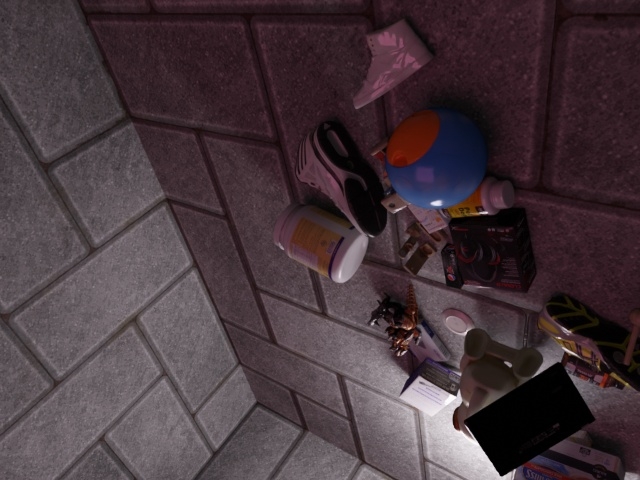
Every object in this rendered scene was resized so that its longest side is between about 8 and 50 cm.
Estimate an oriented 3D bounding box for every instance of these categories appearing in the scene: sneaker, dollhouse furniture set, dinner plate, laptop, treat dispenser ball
[{"bbox_3d":[0.172,-0.520,1.494,0.292,0.108,0.169,-27,104,43],"label":"sneaker"},{"bbox_3d":[0.226,-0.209,1.659,0.183,0.129,0.128,38,131,-25],"label":"dollhouse furniture set"},{"bbox_3d":[0.885,0.336,1.653,0.384,0.145,0.147,43,154,19],"label":"sneaker"},{"bbox_3d":[0.552,0.335,2.064,0.141,0.017,0.141,26,139,24],"label":"dinner plate"},{"bbox_3d":[0.067,-0.206,1.896,0.257,0.169,0.448,-11,110,59],"label":"sneaker"},{"bbox_3d":[0.744,0.648,1.851,0.408,0.381,0.236,55,-176,-11],"label":"laptop"},{"bbox_3d":[0.329,-0.233,1.464,0.288,0.288,0.288,26,141,23],"label":"treat dispenser ball"},{"bbox_3d":[0.358,0.019,1.836,0.144,0.123,0.151,45,145,-2],"label":"dollhouse furniture set"}]

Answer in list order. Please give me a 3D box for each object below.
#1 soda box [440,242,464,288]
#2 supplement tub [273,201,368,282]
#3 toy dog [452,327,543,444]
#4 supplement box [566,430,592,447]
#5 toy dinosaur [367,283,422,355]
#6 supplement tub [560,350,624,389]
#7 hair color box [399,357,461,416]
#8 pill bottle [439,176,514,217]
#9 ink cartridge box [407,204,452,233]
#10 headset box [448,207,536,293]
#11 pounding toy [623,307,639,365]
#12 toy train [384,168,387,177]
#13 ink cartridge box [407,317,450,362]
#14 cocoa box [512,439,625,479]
[{"bbox_3d":[0.482,0.094,1.852,0.060,0.053,0.169,12,133,38],"label":"soda box"},{"bbox_3d":[0.000,0.000,2.068,0.331,0.241,0.241,27,142,23],"label":"supplement tub"},{"bbox_3d":[0.652,0.617,1.952,0.284,0.395,0.408,12,129,20],"label":"toy dog"},{"bbox_3d":[1.024,0.790,2.047,0.098,0.036,0.062,-13,117,52],"label":"supplement box"},{"bbox_3d":[0.340,0.330,2.169,0.218,0.164,0.322,23,98,23],"label":"toy dinosaur"},{"bbox_3d":[0.919,0.427,1.718,0.197,0.106,0.106,21,139,29],"label":"supplement tub"},{"bbox_3d":[0.502,0.679,2.352,0.185,0.110,0.339,29,149,9],"label":"hair color box"},{"bbox_3d":[0.475,-0.132,1.571,0.214,0.117,0.117,-3,124,46],"label":"pill bottle"},{"bbox_3d":[0.384,-0.100,1.718,0.143,0.090,0.092,50,144,-8],"label":"ink cartridge box"},{"bbox_3d":[0.565,0.041,1.666,0.218,0.110,0.293,6,130,40],"label":"headset box"},{"bbox_3d":[0.980,0.269,1.484,0.236,0.110,0.183,5,105,-4],"label":"pounding toy"},{"bbox_3d":[0.249,-0.264,1.720,0.125,0.046,0.166,10,133,39],"label":"toy train"},{"bbox_3d":[0.430,0.449,2.274,0.223,0.045,0.224,52,144,-12],"label":"ink cartridge box"},{"bbox_3d":[0.982,0.933,2.023,0.346,0.228,0.231,9,152,39],"label":"cocoa box"}]
